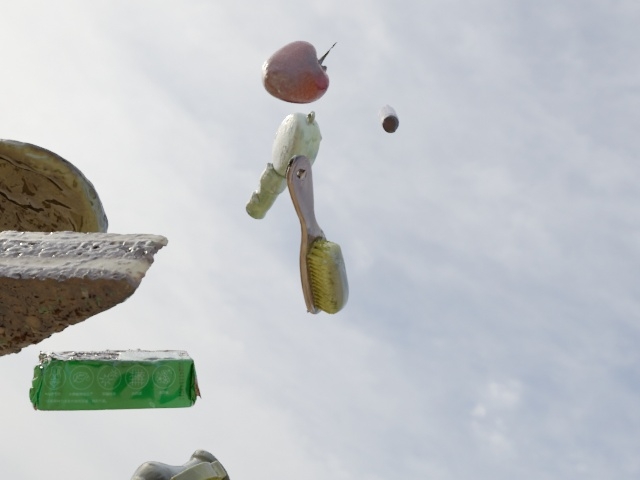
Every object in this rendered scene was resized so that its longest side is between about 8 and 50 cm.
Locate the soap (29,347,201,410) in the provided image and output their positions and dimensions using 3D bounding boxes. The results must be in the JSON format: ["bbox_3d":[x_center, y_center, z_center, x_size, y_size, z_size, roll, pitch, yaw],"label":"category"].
[{"bbox_3d":[-0.342,0.231,1.613,0.273,0.098,0.218,0,-4,-12],"label":"soap"}]

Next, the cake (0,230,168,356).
[{"bbox_3d":[-0.297,0.025,0.993,0.246,0.112,0.135,-25,-65,29],"label":"cake"}]

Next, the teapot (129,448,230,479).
[{"bbox_3d":[-0.167,0.314,1.167,0.130,0.119,0.165,53,-38,18],"label":"teapot"}]

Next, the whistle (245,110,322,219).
[{"bbox_3d":[-0.067,-0.141,1.816,0.067,0.126,0.258,17,-54,-26],"label":"whistle"}]

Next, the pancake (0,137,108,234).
[{"bbox_3d":[-0.492,-0.052,1.596,0.294,0.049,0.294,9,-53,12],"label":"pancake"}]

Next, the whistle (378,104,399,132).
[{"bbox_3d":[0.117,-0.209,1.650,0.033,0.033,0.176,46,11,-8],"label":"whistle"}]

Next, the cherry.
[{"bbox_3d":[-0.043,-0.284,1.618,0.087,0.126,0.106,161,-73,-67],"label":"cherry"}]

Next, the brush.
[{"bbox_3d":[0.002,-0.001,1.425,0.067,0.072,0.313,16,-42,26],"label":"brush"}]
